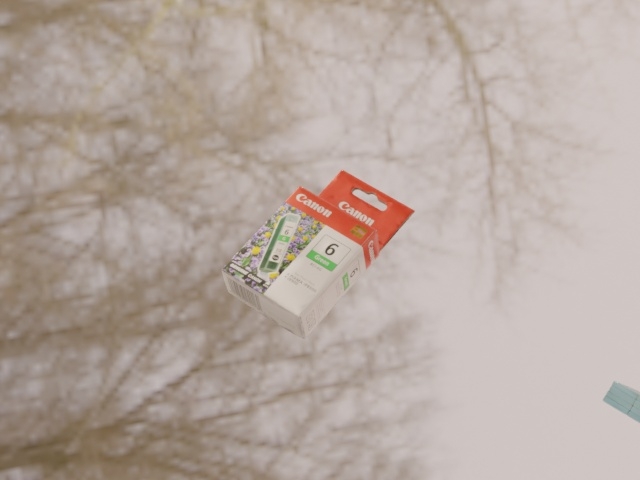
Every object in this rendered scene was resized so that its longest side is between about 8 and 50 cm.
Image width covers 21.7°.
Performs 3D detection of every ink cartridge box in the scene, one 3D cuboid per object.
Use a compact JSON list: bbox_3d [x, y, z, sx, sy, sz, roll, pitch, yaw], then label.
[{"bbox_3d":[0.000,0.000,1.026,0.063,0.115,0.029,31,-26,25],"label":"ink cartridge box"}]

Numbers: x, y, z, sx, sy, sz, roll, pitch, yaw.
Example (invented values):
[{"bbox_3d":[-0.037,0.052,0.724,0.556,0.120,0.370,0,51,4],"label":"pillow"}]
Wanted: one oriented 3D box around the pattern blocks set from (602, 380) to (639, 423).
[{"bbox_3d":[0.360,0.199,1.178,0.325,0.285,0.026,33,-84,44],"label":"pattern blocks set"}]
